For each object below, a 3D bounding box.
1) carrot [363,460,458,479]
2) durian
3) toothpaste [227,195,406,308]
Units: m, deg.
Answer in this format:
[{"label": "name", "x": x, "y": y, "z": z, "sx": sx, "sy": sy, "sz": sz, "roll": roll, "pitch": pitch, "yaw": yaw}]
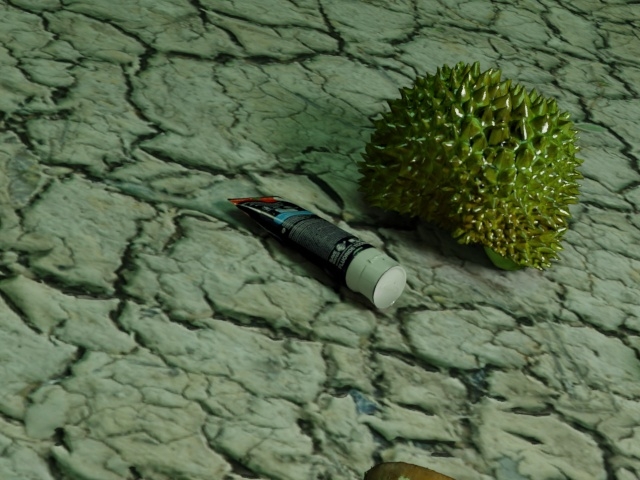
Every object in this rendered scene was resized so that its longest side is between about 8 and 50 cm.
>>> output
[{"label": "carrot", "x": 0.118, "y": 0.213, "z": 1.241, "sx": 0.186, "sy": 0.060, "sz": 0.060, "roll": 19, "pitch": 30, "yaw": 2}, {"label": "durian", "x": 0.155, "y": -0.083, "z": 1.654, "sx": 0.200, "sy": 0.176, "sz": 0.237, "roll": 16, "pitch": 11, "yaw": -43}, {"label": "toothpaste", "x": 0.000, "y": 0.000, "z": 1.561, "sx": 0.193, "sy": 0.045, "sz": 0.071, "roll": 32, "pitch": 24, "yaw": 36}]
